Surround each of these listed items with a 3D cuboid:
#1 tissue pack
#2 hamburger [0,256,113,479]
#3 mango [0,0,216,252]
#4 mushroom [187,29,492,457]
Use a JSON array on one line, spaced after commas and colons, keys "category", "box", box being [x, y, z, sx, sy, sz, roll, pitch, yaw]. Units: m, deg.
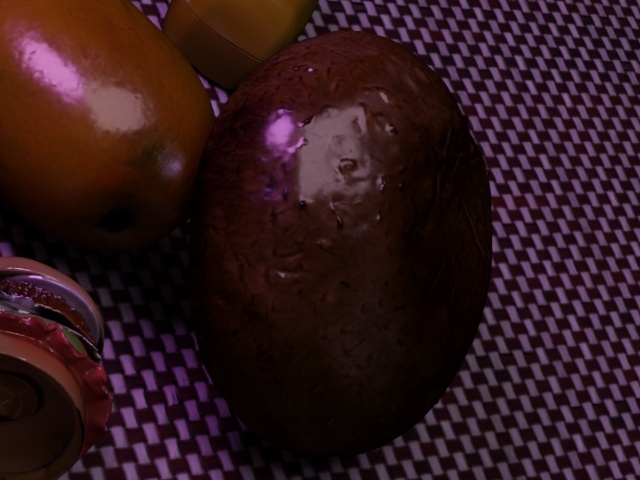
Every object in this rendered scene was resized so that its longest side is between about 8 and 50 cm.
[{"category": "tissue pack", "box": [-0.063, -0.240, 1.806, 0.123, 0.127, 0.178, 36, 45, -15]}, {"category": "hamburger", "box": [-0.232, 0.091, 1.414, 0.175, 0.175, 0.137, 30, 34, -18]}, {"category": "mango", "box": [-0.212, -0.132, 1.581, 0.211, 0.173, 0.317, -15, 64, -44]}, {"category": "mushroom", "box": [0.020, 0.000, 1.579, 0.345, 0.239, 0.345, 43, 36, -42]}]
